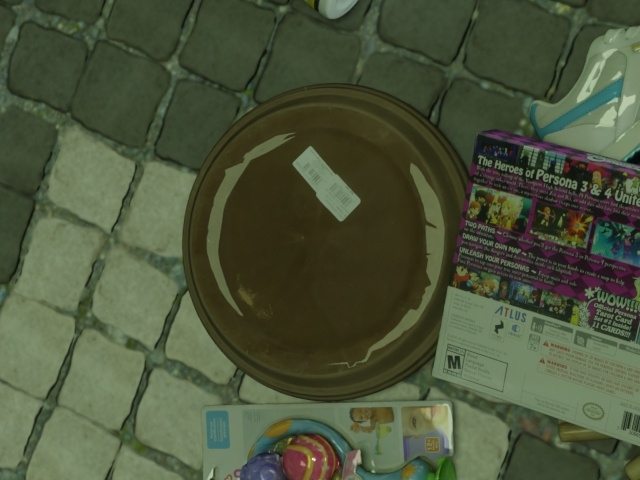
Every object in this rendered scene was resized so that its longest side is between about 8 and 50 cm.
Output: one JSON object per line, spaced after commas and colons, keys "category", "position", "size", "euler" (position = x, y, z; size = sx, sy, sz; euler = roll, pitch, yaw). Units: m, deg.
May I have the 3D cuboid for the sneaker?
{"category": "sneaker", "position": [0.266, -0.139, 1.225], "size": [0.229, 0.087, 0.092], "euler": [-42, 78, 14]}

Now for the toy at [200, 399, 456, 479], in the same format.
{"category": "toy", "position": [-0.003, 0.208, 1.333], "size": [0.237, 0.056, 0.137], "euler": [-4, 86, 20]}

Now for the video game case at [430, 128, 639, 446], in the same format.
{"category": "video game case", "position": [0.212, 0.041, 1.212], "size": [0.232, 0.042, 0.210], "euler": [16, 107, 27]}

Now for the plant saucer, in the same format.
{"category": "plant saucer", "position": [0.000, 0.000, 1.343], "size": [0.278, 0.041, 0.278], "euler": [-2, 86, 21]}

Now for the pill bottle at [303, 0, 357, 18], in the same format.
{"category": "pill bottle", "position": [-0.017, -0.248, 1.345], "size": [0.116, 0.065, 0.065], "euler": [38, 101, 17]}

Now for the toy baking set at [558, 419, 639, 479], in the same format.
{"category": "toy baking set", "position": [0.275, 0.066, 1.225], "size": [0.256, 0.030, 0.197], "euler": [-34, 87, 20]}
